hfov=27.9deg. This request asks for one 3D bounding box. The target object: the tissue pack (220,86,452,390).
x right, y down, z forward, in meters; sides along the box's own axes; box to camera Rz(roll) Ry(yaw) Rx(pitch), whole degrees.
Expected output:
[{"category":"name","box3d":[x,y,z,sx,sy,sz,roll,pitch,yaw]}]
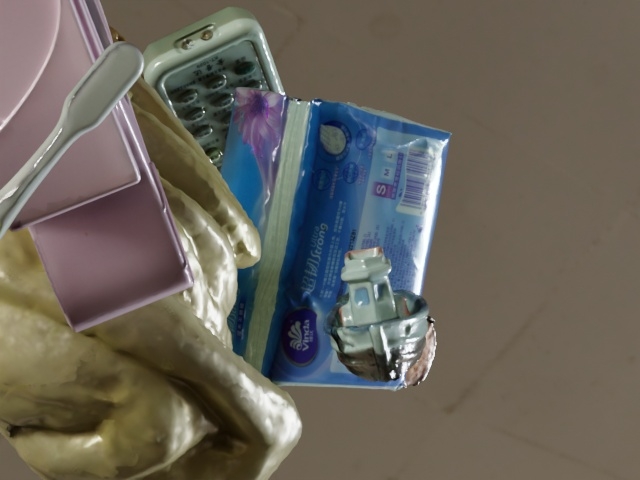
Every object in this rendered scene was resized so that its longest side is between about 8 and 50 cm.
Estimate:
[{"category":"tissue pack","box3d":[0.000,0.000,1.239,0.198,0.146,0.263,9,-86,-46]}]

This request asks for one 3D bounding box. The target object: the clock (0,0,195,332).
[{"category":"clock","box3d":[-0.157,-0.095,0.759,0.080,0.275,0.290,-19,-86,-3]}]

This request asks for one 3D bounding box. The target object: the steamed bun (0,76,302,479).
[{"category":"steamed bun","box3d":[-0.164,0.025,0.949,0.230,0.372,0.325,-33,-43,-6]}]

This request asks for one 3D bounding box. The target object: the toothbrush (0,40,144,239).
[{"category":"toothbrush","box3d":[-0.151,0.030,0.466,0.022,0.026,0.263,39,-88,-22]}]

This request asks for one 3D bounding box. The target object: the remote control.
[{"category":"remote control","box3d":[-0.092,-0.113,1.378,0.128,0.065,0.335,-27,-34,-5]}]

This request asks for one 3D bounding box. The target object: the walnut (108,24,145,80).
[{"category":"walnut","box3d":[-0.201,-0.151,1.137,0.096,0.079,0.082,45,-103,-23]}]

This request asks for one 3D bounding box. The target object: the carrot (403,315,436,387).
[{"category":"carrot","box3d":[0.035,0.111,1.680,0.102,0.263,0.102,-16,-66,-40]}]

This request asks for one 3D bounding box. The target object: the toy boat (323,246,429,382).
[{"category":"toy boat","box3d":[0.030,0.036,0.712,0.059,0.140,0.066,-11,-83,4]}]
